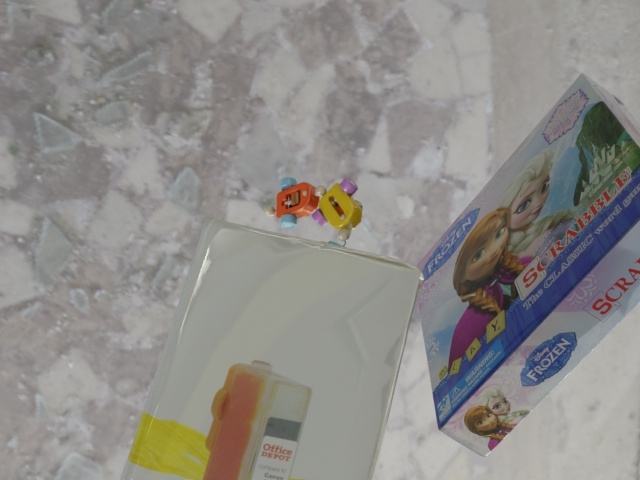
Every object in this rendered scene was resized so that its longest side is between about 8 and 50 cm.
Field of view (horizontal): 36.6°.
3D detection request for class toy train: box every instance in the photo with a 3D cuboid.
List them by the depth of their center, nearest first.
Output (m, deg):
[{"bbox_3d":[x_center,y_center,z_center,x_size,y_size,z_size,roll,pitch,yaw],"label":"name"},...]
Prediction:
[{"bbox_3d":[0.000,0.000,1.035,0.046,0.125,0.166,26,50,-43],"label":"toy train"}]

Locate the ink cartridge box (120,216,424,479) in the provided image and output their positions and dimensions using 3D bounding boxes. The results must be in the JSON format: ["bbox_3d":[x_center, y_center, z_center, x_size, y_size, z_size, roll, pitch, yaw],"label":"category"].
[{"bbox_3d":[-0.055,0.214,0.706,0.279,0.160,0.384,93,13,-70],"label":"ink cartridge box"}]

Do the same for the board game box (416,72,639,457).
[{"bbox_3d":[0.227,0.011,1.014,0.066,0.318,0.318,32,112,-15],"label":"board game box"}]
